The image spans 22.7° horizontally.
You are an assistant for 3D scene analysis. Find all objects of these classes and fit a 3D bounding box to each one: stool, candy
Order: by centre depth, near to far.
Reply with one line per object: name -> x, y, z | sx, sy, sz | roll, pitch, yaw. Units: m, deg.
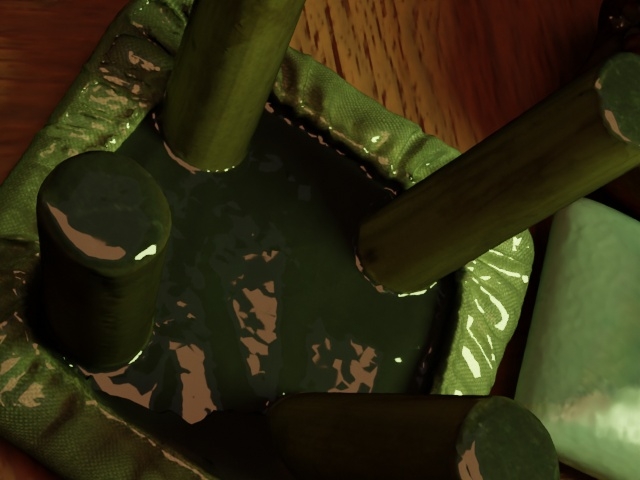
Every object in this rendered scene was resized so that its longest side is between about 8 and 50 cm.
stool -> 0.000, 0.000, 0.835 | 0.310, 0.226, 0.310 | 32, 61, -12
candy -> 0.191, 0.070, 0.995 | 0.138, 0.071, 0.174 | 26, 59, -16

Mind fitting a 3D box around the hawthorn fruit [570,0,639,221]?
hawthorn fruit -> 0.284, -0.075, 1.041 | 0.248, 0.208, 0.208 | 44, 56, -23
